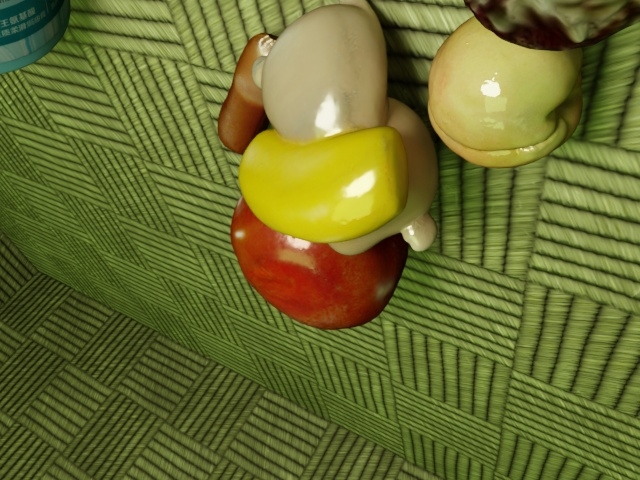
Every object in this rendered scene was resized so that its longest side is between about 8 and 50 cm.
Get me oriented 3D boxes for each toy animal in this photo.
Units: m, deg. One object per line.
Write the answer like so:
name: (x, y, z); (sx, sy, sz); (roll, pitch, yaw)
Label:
toy animal: (0.035, -0.133, 0.792); (0.246, 0.345, 0.277); (5, 154, -44)

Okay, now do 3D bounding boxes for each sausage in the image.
sausage: (-0.115, -0.249, 0.952); (0.089, 0.083, 0.300); (44, 147, -1)

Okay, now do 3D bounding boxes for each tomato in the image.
tomato: (0.000, 0.000, 1.000); (0.290, 0.293, 0.325); (-26, 110, 41)

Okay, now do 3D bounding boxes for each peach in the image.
peach: (0.209, -0.176, 0.636); (0.184, 0.184, 0.184); (26, 149, 17)

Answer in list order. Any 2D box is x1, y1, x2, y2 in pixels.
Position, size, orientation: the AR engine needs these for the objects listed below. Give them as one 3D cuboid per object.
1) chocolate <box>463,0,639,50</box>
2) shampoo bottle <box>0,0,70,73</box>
chocolate: (0.189, -0.307, 0.430); (0.225, 0.210, 0.340); (9, 140, 42)
shampoo bottle: (-0.575, -0.484, 0.841); (0.331, 0.331, 0.343); (36, 151, -1)
